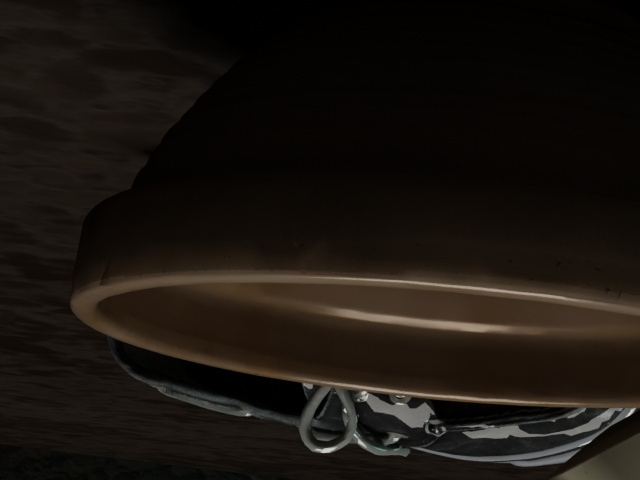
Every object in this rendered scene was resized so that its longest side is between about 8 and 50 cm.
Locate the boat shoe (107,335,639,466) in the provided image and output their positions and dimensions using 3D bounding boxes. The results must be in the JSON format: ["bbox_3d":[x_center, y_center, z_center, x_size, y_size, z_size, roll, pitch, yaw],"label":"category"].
[{"bbox_3d":[0.027,0.052,0.942,0.306,0.113,0.105,9,-173,35],"label":"boat shoe"}]

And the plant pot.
[{"bbox_3d":[0.044,-0.016,0.600,0.237,0.110,0.237,5,169,1],"label":"plant pot"}]

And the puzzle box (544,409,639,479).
[{"bbox_3d":[0.270,0.120,0.597,0.052,0.272,0.409,-32,176,-35],"label":"puzzle box"}]
